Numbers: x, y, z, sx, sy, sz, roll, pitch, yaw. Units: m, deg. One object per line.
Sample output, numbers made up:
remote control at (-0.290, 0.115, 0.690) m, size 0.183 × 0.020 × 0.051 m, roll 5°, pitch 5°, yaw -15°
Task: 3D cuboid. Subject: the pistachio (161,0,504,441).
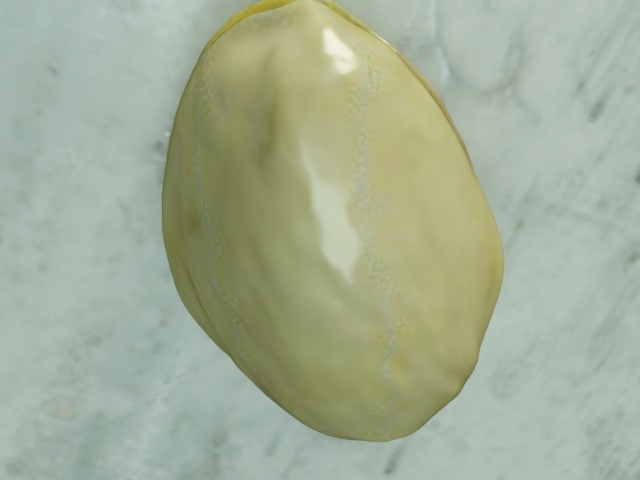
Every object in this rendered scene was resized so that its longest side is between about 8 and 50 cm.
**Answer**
pistachio at (0.000, 0.000, 0.375) m, size 0.145 × 0.117 × 0.200 m, roll -17°, pitch 119°, yaw 9°
